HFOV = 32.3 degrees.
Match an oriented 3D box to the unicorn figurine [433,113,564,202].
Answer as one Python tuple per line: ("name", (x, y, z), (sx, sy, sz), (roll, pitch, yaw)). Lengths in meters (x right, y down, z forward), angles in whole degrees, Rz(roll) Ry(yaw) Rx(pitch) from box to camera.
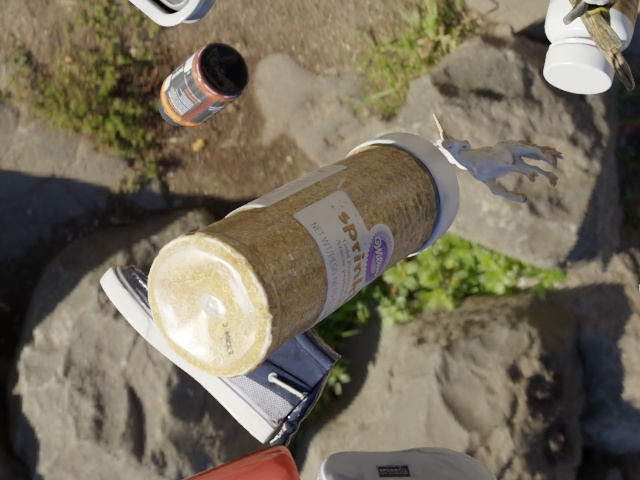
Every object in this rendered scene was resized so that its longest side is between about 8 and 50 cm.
("unicorn figurine", (0.198, -0.089, 1.233), (0.162, 0.111, 0.060), (-4, 120, -56))

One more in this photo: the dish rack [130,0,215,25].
("dish rack", (-0.194, -0.457, 1.485), (0.072, 0.333, 0.285), (17, 111, -54))

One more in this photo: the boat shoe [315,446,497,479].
("boat shoe", (0.118, 0.355, 1.560), (0.268, 0.096, 0.088), (2, 137, -19))

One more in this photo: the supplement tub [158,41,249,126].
("supplement tub", (-0.211, -0.262, 1.918), (0.106, 0.106, 0.198), (21, 156, -27))

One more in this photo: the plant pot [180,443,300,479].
("plant pot", (-0.115, 0.306, 0.802), (0.243, 0.275, 0.275), (-10, 132, -7))

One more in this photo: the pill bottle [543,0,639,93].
("pill bottle", (0.411, -0.346, 1.671), (0.131, 0.229, 0.131), (14, 166, 4))

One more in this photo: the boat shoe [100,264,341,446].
("boat shoe", (-0.127, 0.113, 1.502), (0.340, 0.127, 0.158), (41, 93, 3))

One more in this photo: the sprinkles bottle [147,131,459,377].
("sprinkles bottle", (0.000, 0.000, 0.981), (0.121, 0.355, 0.121), (12, 114, 28))

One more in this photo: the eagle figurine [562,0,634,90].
("eagle figurine", (0.408, -0.363, 1.282), (0.298, 0.225, 0.226), (-35, 125, 29))
